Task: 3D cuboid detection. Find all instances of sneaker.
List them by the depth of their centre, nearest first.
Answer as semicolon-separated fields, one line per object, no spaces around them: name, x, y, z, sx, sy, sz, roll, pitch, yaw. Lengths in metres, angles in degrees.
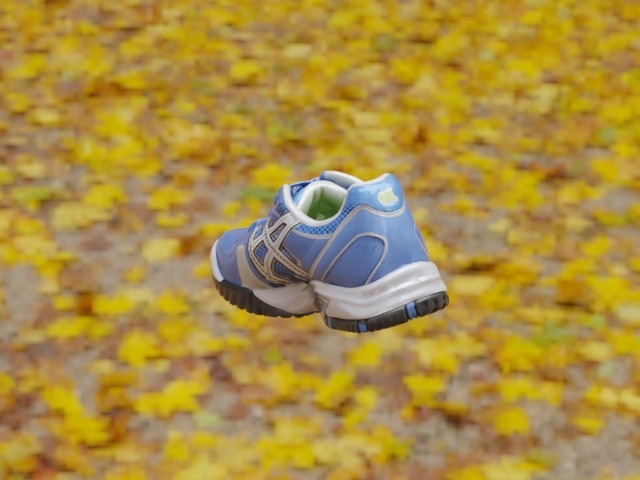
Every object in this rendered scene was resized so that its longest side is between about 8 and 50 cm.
sneaker;0.000;0.000;1.024;0.080;0.081;0.211;-19;12;-31
